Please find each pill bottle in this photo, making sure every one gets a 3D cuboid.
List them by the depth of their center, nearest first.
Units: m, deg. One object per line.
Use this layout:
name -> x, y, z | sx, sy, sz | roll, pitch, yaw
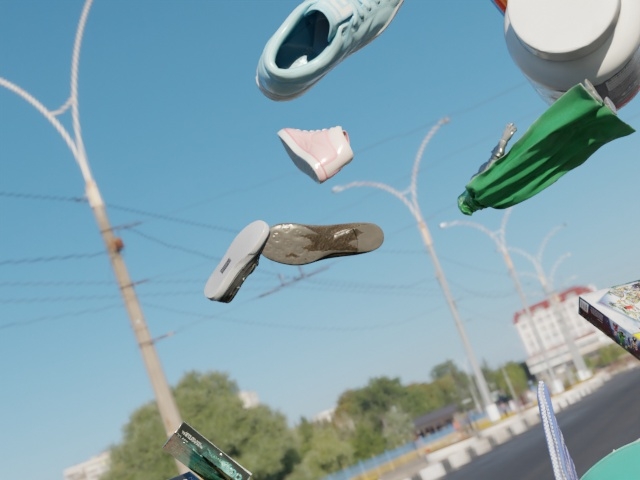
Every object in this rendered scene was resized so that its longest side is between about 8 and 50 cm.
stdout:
pill bottle -> 0.345, -0.276, 1.203 | 0.176, 0.176, 0.318 | -26, -13, 19

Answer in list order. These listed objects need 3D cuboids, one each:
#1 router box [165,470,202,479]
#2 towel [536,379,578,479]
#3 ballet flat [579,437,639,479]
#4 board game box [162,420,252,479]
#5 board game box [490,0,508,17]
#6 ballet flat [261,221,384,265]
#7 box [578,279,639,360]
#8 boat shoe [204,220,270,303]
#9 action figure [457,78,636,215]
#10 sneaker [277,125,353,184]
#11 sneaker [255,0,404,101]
router box -> -0.160, 0.483, 1.323 | 0.081, 0.308, 0.243 | -63, -21, 10
towel -> 0.375, 0.392, 1.262 | 0.040, 0.243, 0.336 | -18, -56, 13
ballet flat -> 0.342, 0.196, 0.790 | 0.241, 0.091, 0.077 | -38, -55, 26
board game box -> -0.174, 0.331, 1.351 | 0.026, 0.126, 0.186 | -52, 0, -24
board game box -> 0.378, -0.508, 1.456 | 0.302, 0.308, 0.086 | -25, 26, 48
ballet flat -> 0.000, 0.000, 1.745 | 0.249, 0.084, 0.058 | -6, 5, -10
box -> 0.608, 0.151, 1.647 | 0.159, 0.044, 0.233 | -12, 26, -16
boat shoe -> -0.113, 0.032, 1.286 | 0.040, 0.049, 0.142 | 26, -70, -39
action figure -> 0.263, -0.104, 1.132 | 0.137, 0.064, 0.232 | 28, -55, -37
sneaker -> -0.002, -0.121, 1.154 | 0.070, 0.134, 0.051 | -34, -55, -8
sneaker -> 0.038, -0.385, 1.544 | 0.366, 0.135, 0.150 | -49, 3, -5
